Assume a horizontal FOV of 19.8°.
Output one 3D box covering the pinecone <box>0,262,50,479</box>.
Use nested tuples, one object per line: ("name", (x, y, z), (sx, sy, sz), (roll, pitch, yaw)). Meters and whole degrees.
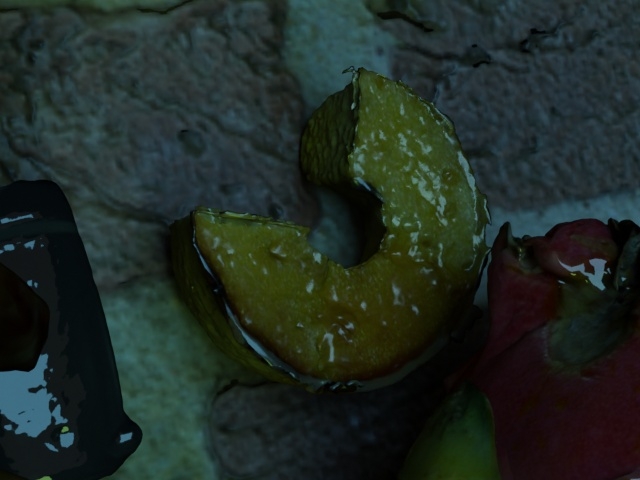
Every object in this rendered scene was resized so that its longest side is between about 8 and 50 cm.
("pinecone", (-0.271, 0.040, 0.614), (0.398, 0.398, 0.397), (6, 78, -28))

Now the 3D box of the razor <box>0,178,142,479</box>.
("razor", (-0.142, 0.049, 0.859), (0.090, 0.054, 0.148), (-16, 88, -26))

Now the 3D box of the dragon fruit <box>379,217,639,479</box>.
("dragon fruit", (0.158, 0.118, 0.855), (0.305, 0.305, 0.225), (-23, 120, -30))

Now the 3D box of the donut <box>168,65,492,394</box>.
("donut", (0.008, 0.008, 0.939), (0.181, 0.078, 0.146), (-45, 103, -34))
